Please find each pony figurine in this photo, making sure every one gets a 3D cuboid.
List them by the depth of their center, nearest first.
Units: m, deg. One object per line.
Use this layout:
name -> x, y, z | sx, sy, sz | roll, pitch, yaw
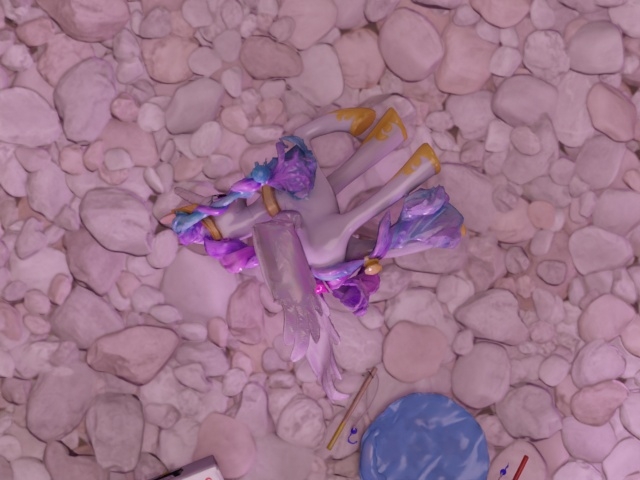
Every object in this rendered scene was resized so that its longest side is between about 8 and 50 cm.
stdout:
pony figurine -> 0.000, 0.000, 1.548 | 0.363, 0.303, 0.351 | -26, 63, -4

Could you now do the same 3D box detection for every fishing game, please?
fishing game -> 0.147, 0.310, 1.644 | 0.264, 0.041, 0.189 | 25, 87, 12

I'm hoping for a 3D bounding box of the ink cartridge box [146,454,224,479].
ink cartridge box -> -0.203, 0.388, 1.595 | 0.175, 0.072, 0.127 | -20, 94, -8
